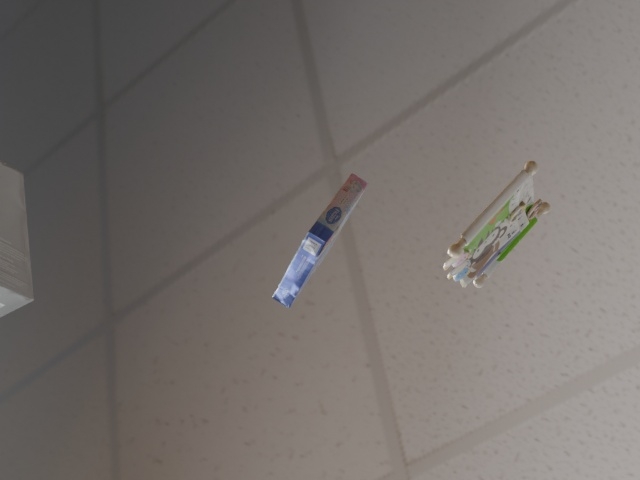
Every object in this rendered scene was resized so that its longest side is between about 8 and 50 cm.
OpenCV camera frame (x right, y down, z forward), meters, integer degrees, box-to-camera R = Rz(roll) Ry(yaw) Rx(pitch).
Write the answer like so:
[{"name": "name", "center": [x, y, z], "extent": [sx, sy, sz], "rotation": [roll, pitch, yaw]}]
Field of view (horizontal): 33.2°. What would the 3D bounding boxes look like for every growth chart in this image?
[{"name": "growth chart", "center": [0.219, -0.011, 1.324], "extent": [0.021, 0.237, 0.172], "rotation": [40, -91, 20]}]

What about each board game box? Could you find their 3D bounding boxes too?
[{"name": "board game box", "center": [0.000, 0.000, 0.907], "extent": [0.090, 0.020, 0.090], "rotation": [-56, 177, -45]}]

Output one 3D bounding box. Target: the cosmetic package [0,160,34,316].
[{"name": "cosmetic package", "center": [-0.508, -0.002, 1.586], "extent": [0.127, 0.107, 0.238], "rotation": [-28, -121, 18]}]
